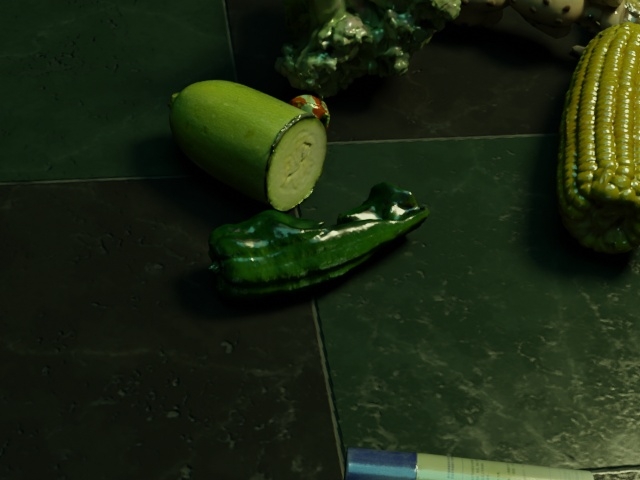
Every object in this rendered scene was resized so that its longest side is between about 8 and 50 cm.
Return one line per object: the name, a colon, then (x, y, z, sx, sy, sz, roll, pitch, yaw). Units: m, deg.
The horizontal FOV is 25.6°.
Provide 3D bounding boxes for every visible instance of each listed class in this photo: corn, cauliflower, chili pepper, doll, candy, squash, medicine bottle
corn: (0.346, -0.130, 1.654, 0.131, 0.131, 0.344, 11, 43, 6)
cauliflower: (0.025, -0.303, 1.691, 0.256, 0.315, 0.239, -46, 61, 12)
chili pepper: (-0.001, -0.001, 1.524, 0.253, 0.083, 0.099, -17, 40, -26)
doll: (0.257, -0.324, 1.817, 0.278, 0.154, 0.119, 21, 48, 14)
candy: (-0.073, -0.163, 1.707, 0.184, 0.056, 0.049, 14, 42, 21)
squash: (-0.097, -0.120, 1.608, 0.186, 0.123, 0.123, 25, 48, 23)
medicine bottle: (0.137, 0.232, 1.316, 0.230, 0.059, 0.059, 6, 45, 1)

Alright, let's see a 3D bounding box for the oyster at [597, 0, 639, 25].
oyster: (0.487, -0.360, 1.910, 0.271, 0.100, 0.275, 3, 62, -9)
